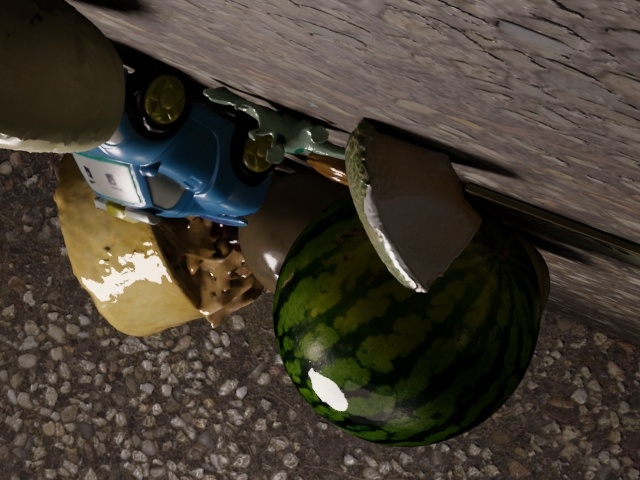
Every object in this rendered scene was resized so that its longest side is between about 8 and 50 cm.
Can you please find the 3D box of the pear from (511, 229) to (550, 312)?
[{"bbox_3d":[0.202,0.049,1.704,0.167,0.136,0.167,24,-178,-1],"label":"pear"}]

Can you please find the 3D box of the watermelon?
[{"bbox_3d":[0.091,0.078,1.502,0.285,0.285,0.285,22,178,1],"label":"watermelon"}]

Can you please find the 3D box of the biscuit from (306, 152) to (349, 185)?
[{"bbox_3d":[0.059,-0.068,1.652,0.175,0.026,0.124,21,179,34],"label":"biscuit"}]

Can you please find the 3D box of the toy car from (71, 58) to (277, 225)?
[{"bbox_3d":[-0.195,-0.104,1.511,0.198,0.166,0.314,16,175,39],"label":"toy car"}]

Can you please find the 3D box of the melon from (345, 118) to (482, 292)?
[{"bbox_3d":[0.065,-0.059,1.231,0.139,0.093,0.202,60,-178,-43],"label":"melon"}]

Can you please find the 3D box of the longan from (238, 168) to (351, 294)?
[{"bbox_3d":[0.000,0.000,1.846,0.220,0.196,0.196,24,178,-2],"label":"longan"}]

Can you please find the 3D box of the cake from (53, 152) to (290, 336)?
[{"bbox_3d":[-0.171,-0.043,2.016,0.321,0.332,0.332,-18,166,15],"label":"cake"}]

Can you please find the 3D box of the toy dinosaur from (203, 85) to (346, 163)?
[{"bbox_3d":[-0.021,-0.105,1.365,0.187,0.044,0.106,9,-163,-24],"label":"toy dinosaur"}]

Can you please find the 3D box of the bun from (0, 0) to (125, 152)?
[{"bbox_3d":[-0.285,-0.161,1.097,0.287,0.146,0.287,15,-168,-3],"label":"bun"}]

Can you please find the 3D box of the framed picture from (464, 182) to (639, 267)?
[{"bbox_3d":[0.246,-0.009,1.385,0.201,0.010,0.136,22,178,17],"label":"framed picture"}]
